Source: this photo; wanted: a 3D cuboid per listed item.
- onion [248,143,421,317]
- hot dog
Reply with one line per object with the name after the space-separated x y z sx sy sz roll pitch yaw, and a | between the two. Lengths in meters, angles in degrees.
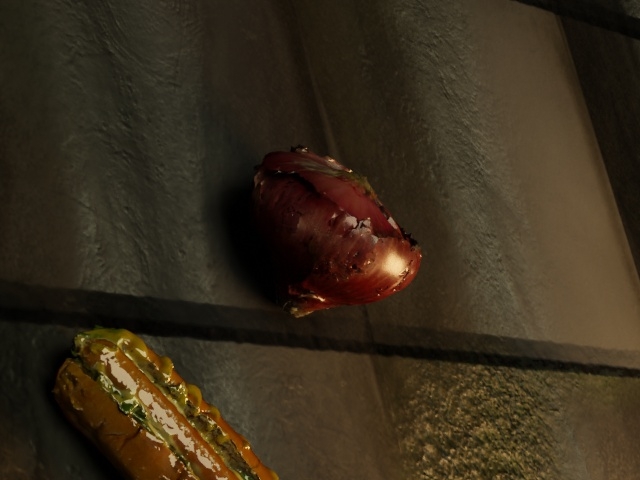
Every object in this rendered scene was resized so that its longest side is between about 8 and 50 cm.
0.000 0.000 1.717 0.184 0.147 0.184 36 1 -1 | onion
-0.116 0.179 1.517 0.269 0.072 0.115 47 48 -15 | hot dog
